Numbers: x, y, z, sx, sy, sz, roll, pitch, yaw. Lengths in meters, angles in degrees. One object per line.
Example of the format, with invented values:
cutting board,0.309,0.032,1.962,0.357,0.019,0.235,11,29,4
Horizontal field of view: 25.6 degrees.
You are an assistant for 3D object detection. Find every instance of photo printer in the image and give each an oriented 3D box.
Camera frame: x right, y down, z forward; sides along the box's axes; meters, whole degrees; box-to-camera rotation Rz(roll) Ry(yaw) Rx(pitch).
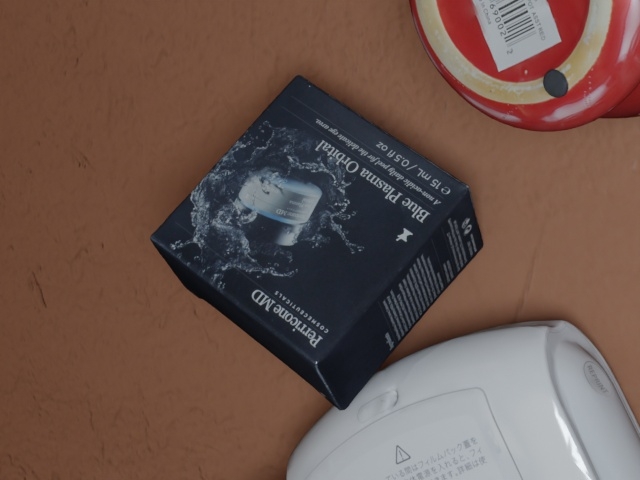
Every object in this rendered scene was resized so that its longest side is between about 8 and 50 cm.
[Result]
photo printer,0.122,0.218,0.941,0.256,0.107,0.308,-32,78,34

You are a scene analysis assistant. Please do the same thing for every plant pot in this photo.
plant pot,0.160,-0.159,0.801,0.191,0.174,0.191,18,118,39

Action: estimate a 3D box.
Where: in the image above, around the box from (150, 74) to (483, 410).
box,0.000,0.000,0.959,0.156,0.093,0.158,35,77,25
